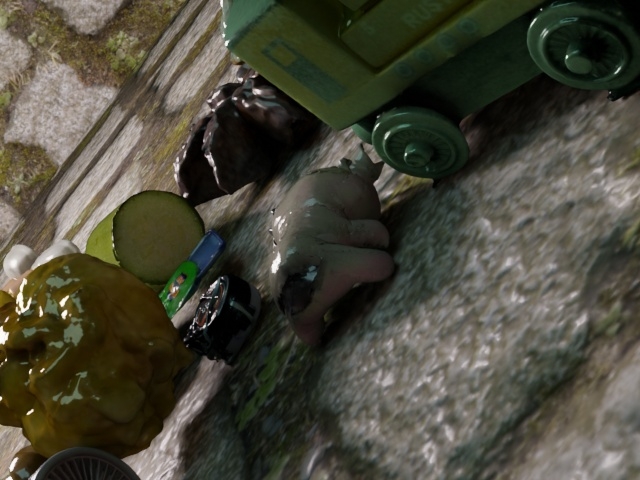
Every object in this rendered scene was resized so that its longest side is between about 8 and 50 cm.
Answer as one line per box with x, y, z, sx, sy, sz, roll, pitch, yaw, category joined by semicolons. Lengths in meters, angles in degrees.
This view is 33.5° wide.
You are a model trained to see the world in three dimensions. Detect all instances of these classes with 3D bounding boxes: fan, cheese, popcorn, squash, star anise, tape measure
-0.219;0.305;0.967;0.074;0.130;0.244;-43;36;34;fan
-0.222;0.120;1.307;0.320;0.083;0.204;-54;20;0;cheese
-0.248;0.118;1.117;0.253;0.190;0.191;16;28;32;popcorn
-0.258;0.015;1.499;0.132;0.132;0.247;-61;16;-20;squash
-0.091;-0.177;1.456;0.331;0.117;0.331;-47;13;15;star anise
-0.105;0.084;1.153;0.094;0.054;0.091;-64;23;-9;tape measure

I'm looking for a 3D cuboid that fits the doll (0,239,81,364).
-0.621;0.160;2.027;0.348;0.161;0.423;-38;18;27;doll

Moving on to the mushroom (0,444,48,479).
-0.417;0.388;1.250;0.350;0.128;0.128;-50;20;-4;mushroom

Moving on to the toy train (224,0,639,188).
0.105;-0.201;0.875;0.397;0.253;0.160;-28;34;52;toy train

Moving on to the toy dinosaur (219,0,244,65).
-0.086;-0.363;1.492;0.393;0.092;0.205;-93;13;-73;toy dinosaur

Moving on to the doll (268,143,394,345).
0.000;0.000;1.005;0.149;0.095;0.192;-43;25;31;doll
